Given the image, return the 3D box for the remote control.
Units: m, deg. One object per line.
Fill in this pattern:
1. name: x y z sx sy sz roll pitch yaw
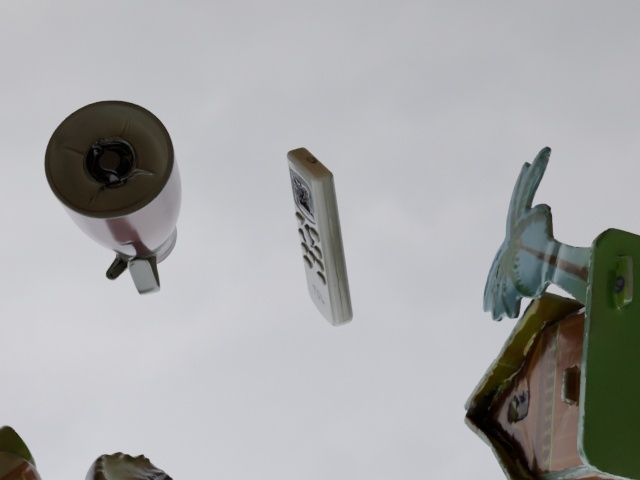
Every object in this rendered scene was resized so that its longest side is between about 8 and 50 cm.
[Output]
1. remote control: 0.000 0.000 1.189 0.029 0.190 0.087 -17 -150 -15

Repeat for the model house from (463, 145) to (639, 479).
1. model house: 0.305 0.101 1.051 0.300 0.340 0.323 15 157 -16

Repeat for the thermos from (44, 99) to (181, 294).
1. thermos: -0.233 -0.035 1.359 0.146 0.265 0.176 -10 -111 -3

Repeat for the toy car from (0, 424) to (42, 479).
1. toy car: -0.333 0.332 1.154 0.235 0.235 0.145 25 -135 38

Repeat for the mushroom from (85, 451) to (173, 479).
1. mushroom: -0.256 0.454 1.774 0.344 0.130 0.247 21 -179 44
